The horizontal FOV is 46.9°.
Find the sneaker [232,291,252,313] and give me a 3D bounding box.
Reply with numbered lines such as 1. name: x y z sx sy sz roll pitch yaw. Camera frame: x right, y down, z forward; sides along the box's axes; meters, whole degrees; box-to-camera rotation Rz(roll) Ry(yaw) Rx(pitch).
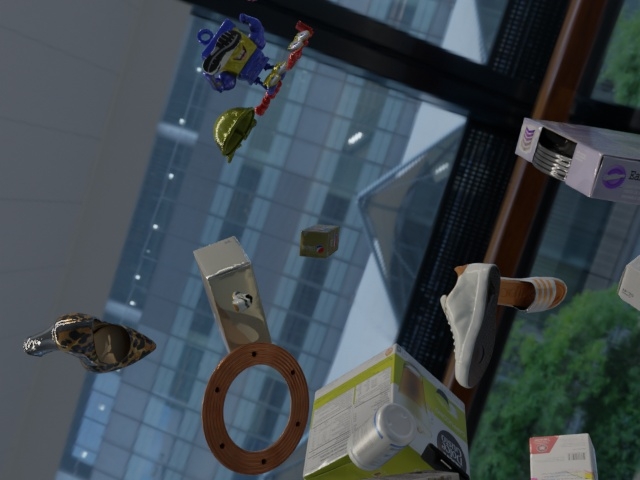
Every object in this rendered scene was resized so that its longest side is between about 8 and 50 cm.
1. sneaker: -0.145 0.114 1.390 0.083 0.037 0.031 -123 11 -73

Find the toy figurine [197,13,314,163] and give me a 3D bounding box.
1. toy figurine: -0.203 -0.385 1.687 0.362 0.217 0.191 -57 5 -9

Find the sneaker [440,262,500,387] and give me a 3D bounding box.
1. sneaker: 0.335 0.195 1.709 0.106 0.123 0.290 32 -114 -49

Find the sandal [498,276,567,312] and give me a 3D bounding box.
1. sandal: 0.567 0.157 2.049 0.076 0.266 0.101 -118 32 -71

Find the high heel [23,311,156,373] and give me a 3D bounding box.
1. high heel: -0.369 0.179 1.320 0.261 0.186 0.093 10 -114 -45

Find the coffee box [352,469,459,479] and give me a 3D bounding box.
1. coffee box: 0.167 0.611 1.630 0.119 0.297 0.168 -18 72 54

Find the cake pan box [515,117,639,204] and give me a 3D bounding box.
1. cake pan box: 0.453 -0.114 1.091 0.245 0.267 0.070 -121 39 -67

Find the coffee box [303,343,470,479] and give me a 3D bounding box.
1. coffee box: 0.197 0.580 2.142 0.338 0.338 0.334 -36 24 28

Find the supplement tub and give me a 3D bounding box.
1. supplement tub: 0.096 0.308 1.156 0.107 0.071 0.071 -52 4 40

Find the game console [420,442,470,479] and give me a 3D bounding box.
1. game console: 0.311 0.534 1.776 0.071 0.122 0.107 -36 -27 -35

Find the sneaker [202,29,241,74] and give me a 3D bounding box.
1. sneaker: -0.203 -0.388 1.524 0.109 0.040 0.044 -49 -4 -1

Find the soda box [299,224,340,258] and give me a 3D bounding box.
1. soda box: 0.000 0.000 1.641 0.181 0.061 0.058 -28 -58 -80

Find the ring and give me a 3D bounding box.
1. ring: -0.165 0.429 1.895 0.337 0.032 0.336 4 -96 -41

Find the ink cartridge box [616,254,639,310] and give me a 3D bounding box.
1. ink cartridge box: 0.968 0.087 1.914 0.306 0.226 0.131 -31 -40 -24

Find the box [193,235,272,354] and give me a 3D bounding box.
1. box: -0.230 0.160 1.968 0.148 0.121 0.311 -129 22 -51

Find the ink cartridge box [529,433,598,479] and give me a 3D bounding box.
1. ink cartridge box: 0.459 0.468 1.382 0.067 0.115 0.198 60 -150 -36
